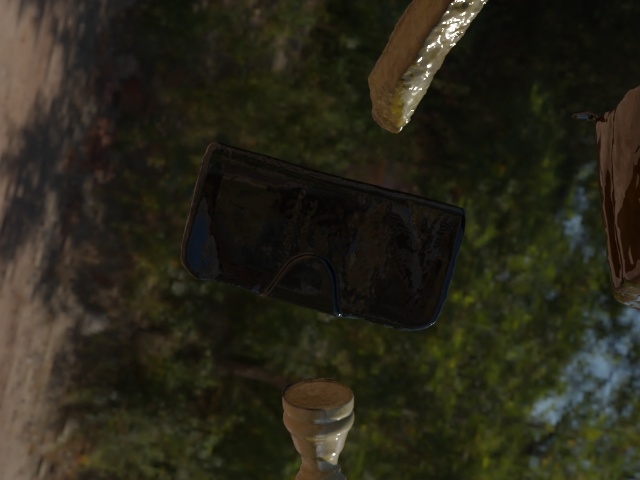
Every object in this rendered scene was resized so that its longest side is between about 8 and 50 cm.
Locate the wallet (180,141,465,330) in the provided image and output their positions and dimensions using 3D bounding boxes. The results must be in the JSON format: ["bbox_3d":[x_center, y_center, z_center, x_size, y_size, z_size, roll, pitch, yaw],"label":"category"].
[{"bbox_3d":[0.000,0.000,0.743,0.018,0.157,0.082,-79,-174,-83],"label":"wallet"}]

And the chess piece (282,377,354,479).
[{"bbox_3d":[-0.001,0.191,1.166,0.066,0.066,0.122,-73,163,-69],"label":"chess piece"}]

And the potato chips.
[{"bbox_3d":[0.138,-0.241,1.197,0.080,0.057,0.407,-9,146,-43],"label":"potato chips"}]

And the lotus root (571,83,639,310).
[{"bbox_3d":[0.329,-0.040,0.655,0.390,0.375,0.111,5,72,-48],"label":"lotus root"}]
